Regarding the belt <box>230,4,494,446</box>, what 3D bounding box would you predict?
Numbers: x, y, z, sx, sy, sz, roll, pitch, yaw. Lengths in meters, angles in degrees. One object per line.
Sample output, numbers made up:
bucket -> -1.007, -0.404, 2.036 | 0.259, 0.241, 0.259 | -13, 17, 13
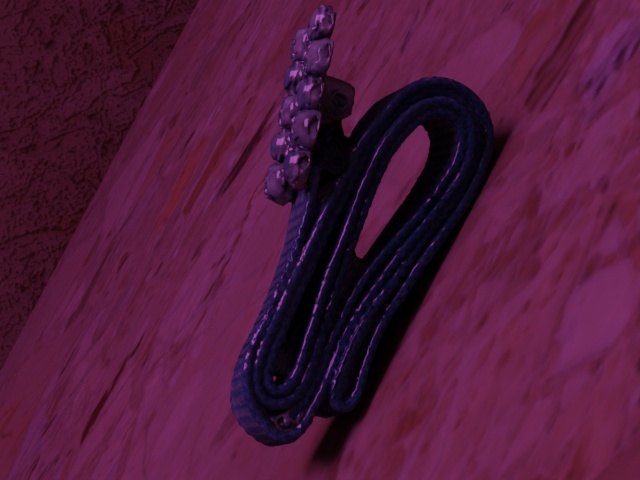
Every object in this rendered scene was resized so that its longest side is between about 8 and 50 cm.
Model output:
belt -> 0.001, 0.000, 0.805 | 0.179, 0.100, 0.065 | -64, 10, -14
